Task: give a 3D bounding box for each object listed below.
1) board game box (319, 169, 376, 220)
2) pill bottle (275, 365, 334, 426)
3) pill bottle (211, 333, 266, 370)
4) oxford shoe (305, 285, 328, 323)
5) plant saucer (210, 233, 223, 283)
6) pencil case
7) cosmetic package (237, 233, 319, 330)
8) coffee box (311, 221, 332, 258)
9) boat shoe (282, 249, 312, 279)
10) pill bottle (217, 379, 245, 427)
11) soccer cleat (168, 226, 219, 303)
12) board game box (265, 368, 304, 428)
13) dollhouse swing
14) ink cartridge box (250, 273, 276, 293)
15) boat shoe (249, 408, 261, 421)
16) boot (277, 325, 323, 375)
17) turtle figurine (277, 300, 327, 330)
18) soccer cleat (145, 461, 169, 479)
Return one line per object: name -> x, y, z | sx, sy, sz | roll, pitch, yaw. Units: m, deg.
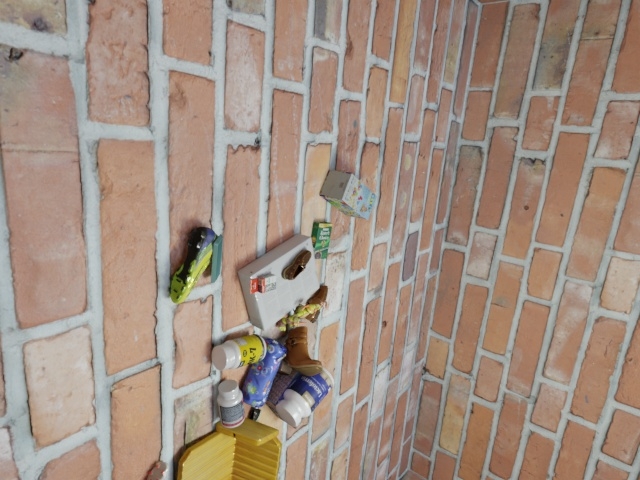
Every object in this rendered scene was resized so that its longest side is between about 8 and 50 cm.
board game box -> 0.142, -0.223, 2.041 | 0.275, 0.142, 0.144 | 31, 77, -52
pill bottle -> -0.070, 0.698, 1.852 | 0.265, 0.153, 0.153 | -40, 131, -38
pill bottle -> -0.338, 0.465, 1.695 | 0.209, 0.119, 0.119 | -1, 103, -51
oxford shoe -> -0.022, 0.312, 2.089 | 0.076, 0.076, 0.212 | 32, 60, -11
plant saucer -> -0.381, 0.070, 1.508 | 0.067, 0.018, 0.191 | -73, 177, -56
pencil case -> -0.253, 0.595, 1.838 | 0.119, 0.133, 0.305 | 37, 74, -54
cosmetic package -> -0.172, 0.176, 1.820 | 0.377, 0.098, 0.284 | -34, 128, -41
coffee box -> 0.000, 0.000, 2.023 | 0.113, 0.041, 0.184 | 0, 102, -52
boat shoe -> -0.089, 0.111, 1.778 | 0.178, 0.060, 0.064 | -47, 133, -32
pill bottle -> -0.380, 0.687, 1.726 | 0.108, 0.108, 0.180 | -25, 121, -45
soccer cleat -> -0.441, 0.093, 1.453 | 0.121, 0.094, 0.288 | 29, 79, -58
board game box -> -0.149, 0.739, 2.012 | 0.232, 0.141, 0.290 | -50, 137, -29
dollhouse swing -> -0.377, 0.981, 1.707 | 0.305, 0.316, 0.346 | -20, 120, -70
ink cartridge box -> -0.230, 0.178, 1.652 | 0.115, 0.029, 0.062 | -13, 112, -48
boat shoe -> -0.321, 0.851, 1.919 | 0.042, 0.049, 0.132 | 22, 95, -20
boot -> -0.081, 0.506, 1.888 | 0.109, 0.284, 0.220 | 37, 52, -27
turtle figurine -> -0.103, 0.346, 1.885 | 0.087, 0.217, 0.270 | 57, 35, 3
soccer cleat -> -0.627, 0.928, 1.540 | 0.196, 0.068, 0.076 | -59, 146, -8
